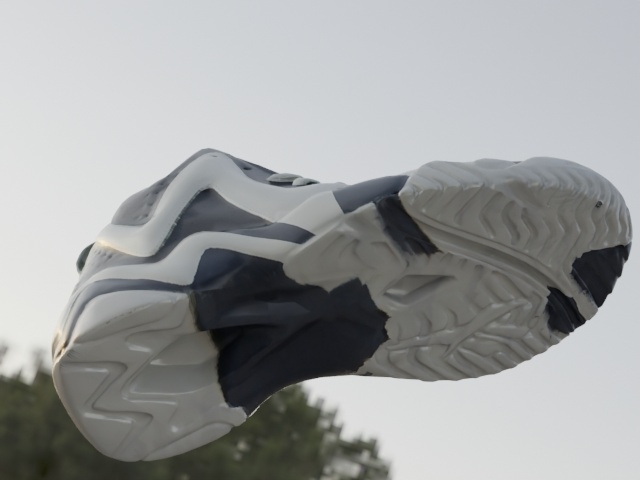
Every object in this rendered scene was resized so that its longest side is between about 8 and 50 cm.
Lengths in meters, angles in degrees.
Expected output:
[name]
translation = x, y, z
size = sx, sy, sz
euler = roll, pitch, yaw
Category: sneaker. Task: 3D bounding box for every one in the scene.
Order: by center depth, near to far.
[sneaker]
translation = 0.000, 0.000, 0.729
size = 0.153, 0.235, 0.094
euler = -113, -179, -61
